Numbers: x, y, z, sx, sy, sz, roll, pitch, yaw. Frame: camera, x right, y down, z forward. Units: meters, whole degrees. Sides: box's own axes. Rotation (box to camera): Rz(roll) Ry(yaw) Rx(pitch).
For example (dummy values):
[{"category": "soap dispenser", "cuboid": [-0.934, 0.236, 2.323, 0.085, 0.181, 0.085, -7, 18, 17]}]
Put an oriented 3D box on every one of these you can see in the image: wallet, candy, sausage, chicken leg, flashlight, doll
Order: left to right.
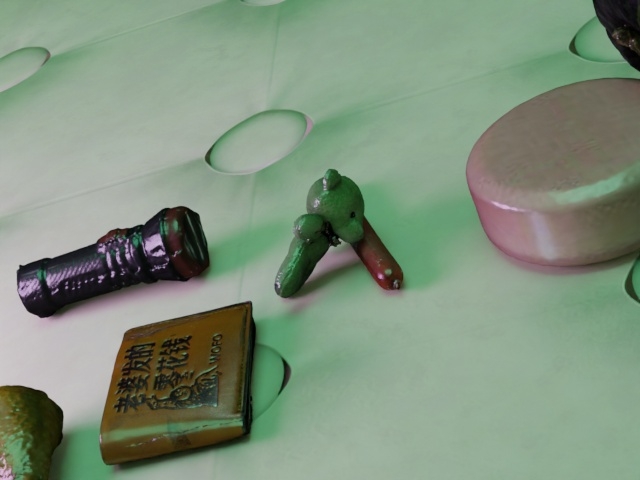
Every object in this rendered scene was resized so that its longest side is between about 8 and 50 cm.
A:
[{"category": "chicken leg", "cuboid": [-0.295, 0.234, 1.359, 0.107, 0.087, 0.251, -37, 39, 1]}, {"category": "flashlight", "cuboid": [-0.250, 0.027, 1.626, 0.232, 0.093, 0.093, -15, 33, 15]}, {"category": "wallet", "cuboid": [-0.146, 0.145, 1.426, 0.161, 0.042, 0.195, -15, 33, 13]}, {"category": "doll", "cuboid": [0.000, 0.000, 1.497, 0.077, 0.115, 0.150, 32, 88, 15]}, {"category": "sausage", "cuboid": [0.044, -0.010, 1.538, 0.034, 0.034, 0.253, -25, 32, -2]}, {"category": "candy", "cuboid": [0.281, -0.078, 1.426, 0.255, 0.094, 0.255, -17, 32, 11]}]

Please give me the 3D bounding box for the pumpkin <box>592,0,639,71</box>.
[{"category": "pumpkin", "cuboid": [0.424, -0.263, 1.401, 0.241, 0.323, 0.323, -57, 36, 1]}]
